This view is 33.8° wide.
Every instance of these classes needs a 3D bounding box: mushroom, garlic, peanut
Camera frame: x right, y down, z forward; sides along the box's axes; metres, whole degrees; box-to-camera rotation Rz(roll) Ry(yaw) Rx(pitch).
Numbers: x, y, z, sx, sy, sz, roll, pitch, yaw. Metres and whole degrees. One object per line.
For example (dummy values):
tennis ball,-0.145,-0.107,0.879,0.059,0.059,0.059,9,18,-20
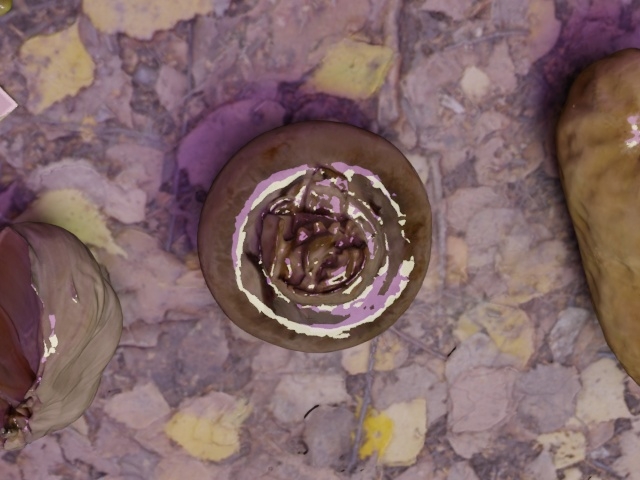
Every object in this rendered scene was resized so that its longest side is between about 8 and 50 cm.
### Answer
mushroom,0.000,0.000,0.988,0.227,0.178,0.226,-3,102,-17
garlic,-0.255,0.095,0.985,0.143,0.178,0.229,5,131,-44
peanut,0.345,-0.004,1.042,0.170,0.192,0.387,-23,110,-10

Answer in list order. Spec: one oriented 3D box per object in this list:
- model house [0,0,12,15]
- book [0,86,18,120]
model house,-0.343,-0.213,0.805,0.214,0.195,0.189,-24,148,8
book,-0.346,-0.117,0.971,0.111,0.014,0.077,-41,110,4
